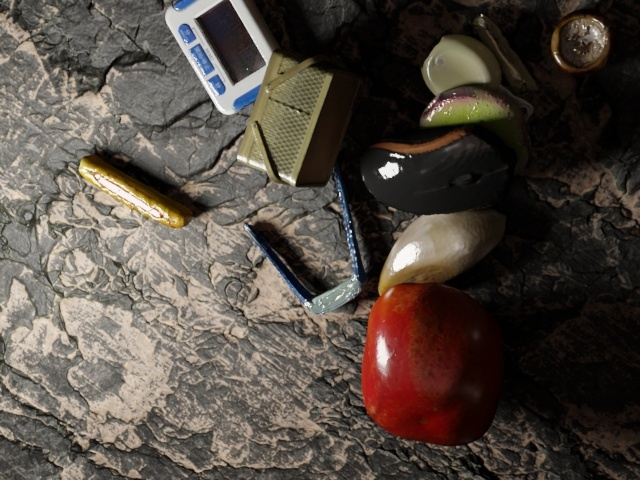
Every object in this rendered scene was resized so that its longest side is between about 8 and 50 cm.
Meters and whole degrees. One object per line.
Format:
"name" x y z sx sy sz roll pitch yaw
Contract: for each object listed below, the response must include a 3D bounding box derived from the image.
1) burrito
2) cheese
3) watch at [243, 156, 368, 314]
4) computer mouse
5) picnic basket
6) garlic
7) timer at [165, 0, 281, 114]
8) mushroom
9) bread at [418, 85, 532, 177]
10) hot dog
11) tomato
"burrito" 0.352 -0.354 1.713 0.185 0.041 0.045 56 154 -6
"cheese" 0.305 -0.300 1.717 0.227 0.064 0.137 34 131 3
"watch" 0.012 -0.002 1.916 0.276 0.068 0.274 -37 89 23
"computer mouse" 0.218 -0.129 1.741 0.323 0.116 0.183 -5 130 34
"picnic basket" -0.037 -0.241 1.772 0.139 0.165 0.266 25 104 21
"garlic" 0.231 0.025 1.841 0.143 0.112 0.318 48 124 -5
"timer" -0.185 -0.403 1.839 0.178 0.078 0.253 -27 98 20
"mushroom" 0.487 -0.366 1.661 0.123 0.052 0.123 3 100 17
"bread" 0.298 -0.196 1.739 0.229 0.033 0.228 15 132 17
"hot dog" -0.415 -0.106 2.002 0.286 0.088 0.061 32 112 11
"tomato" 0.221 0.249 1.789 0.293 0.289 0.325 17 136 4
